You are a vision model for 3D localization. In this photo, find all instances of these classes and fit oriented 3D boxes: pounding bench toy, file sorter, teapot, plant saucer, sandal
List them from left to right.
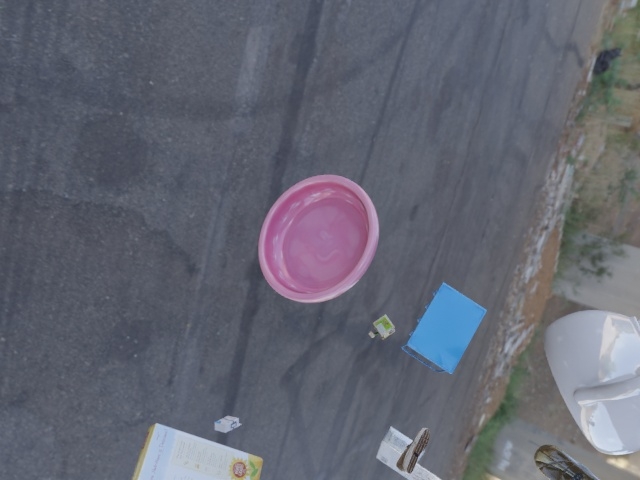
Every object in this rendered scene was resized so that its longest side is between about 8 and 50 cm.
[{"bbox_3d":[0.000,0.000,1.404,0.084,0.332,0.332,36,77,-56],"label":"plant saucer"},{"bbox_3d":[0.198,0.295,1.832,0.083,0.052,0.065,-33,155,-5],"label":"pounding bench toy"},{"bbox_3d":[0.282,0.210,1.301,0.170,0.118,0.104,-56,175,-17],"label":"file sorter"},{"bbox_3d":[0.462,0.435,1.000,0.072,0.180,0.049,-49,170,15],"label":"sandal"},{"bbox_3d":[0.500,0.213,0.908,0.252,0.187,0.256,47,30,-25],"label":"teapot"}]

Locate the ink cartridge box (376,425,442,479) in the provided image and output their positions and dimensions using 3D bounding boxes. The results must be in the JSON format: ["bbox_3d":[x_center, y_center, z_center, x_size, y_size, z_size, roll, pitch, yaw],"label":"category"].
[{"bbox_3d":[0.303,0.724,1.804,0.060,0.239,0.275,-53,161,-26],"label":"ink cartridge box"}]

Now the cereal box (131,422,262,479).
[{"bbox_3d":[-0.237,0.468,1.052,0.240,0.047,0.173,28,52,-22],"label":"cereal box"}]

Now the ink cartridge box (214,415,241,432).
[{"bbox_3d":[-0.300,0.596,1.813,0.083,0.048,0.028,-4,95,-59],"label":"ink cartridge box"}]

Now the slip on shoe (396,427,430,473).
[{"bbox_3d":[0.252,0.567,1.512,0.051,0.041,0.135,52,58,-33],"label":"slip on shoe"}]
